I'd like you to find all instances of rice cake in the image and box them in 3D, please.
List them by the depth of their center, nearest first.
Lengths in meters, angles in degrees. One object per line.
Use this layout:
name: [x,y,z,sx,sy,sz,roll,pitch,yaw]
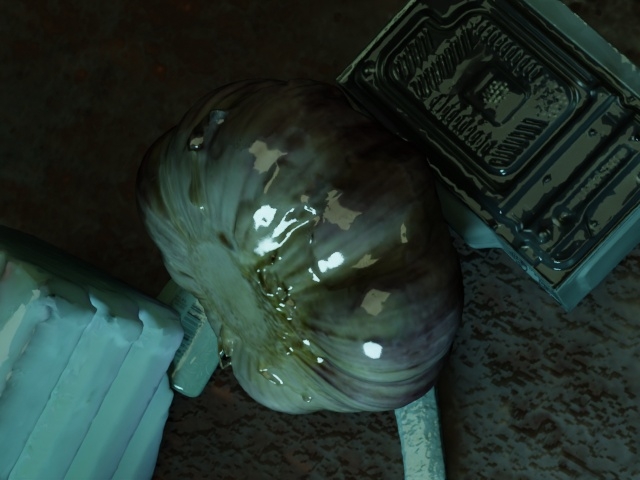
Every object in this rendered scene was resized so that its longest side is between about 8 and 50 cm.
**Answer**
rice cake: [0.068,0.121,0.873,0.033,0.029,0.171,-7,80,9]

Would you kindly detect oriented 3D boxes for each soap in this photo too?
soap: [-0.260,0.215,0.829,0.156,0.261,0.446,24,89,18]

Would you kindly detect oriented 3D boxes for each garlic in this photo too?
garlic: [0.000,0.000,0.804,0.160,0.245,0.245,-31,69,-30]

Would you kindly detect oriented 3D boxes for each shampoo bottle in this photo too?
shampoo bottle: [-0.070,0.019,0.924,0.069,0.041,0.191,31,90,21]

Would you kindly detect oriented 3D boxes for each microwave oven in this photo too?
microwave oven: [0.136,-0.076,0.838,0.162,0.122,0.208,-46,72,3]
